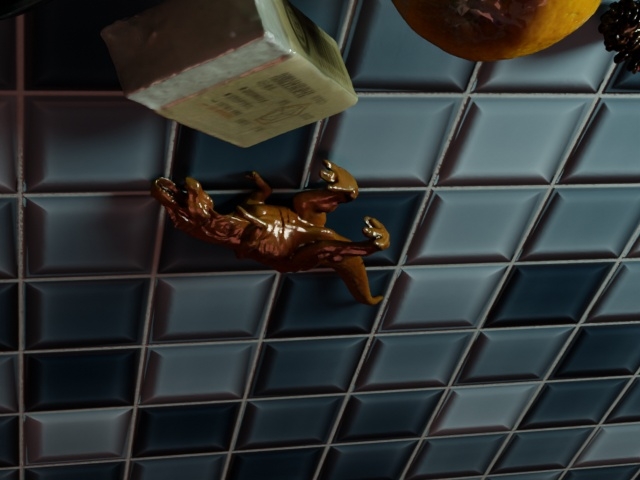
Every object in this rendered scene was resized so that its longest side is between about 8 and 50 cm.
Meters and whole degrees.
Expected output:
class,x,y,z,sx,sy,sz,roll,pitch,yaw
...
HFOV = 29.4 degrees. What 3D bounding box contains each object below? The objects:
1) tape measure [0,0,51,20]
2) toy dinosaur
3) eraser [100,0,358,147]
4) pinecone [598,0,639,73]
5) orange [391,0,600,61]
class,x,y,z,sx,sy,sz,roll,pitch,yaw
tape measure,-0.100,-0.259,0.979,0.351,0.097,0.215,-22,-169,-19
toy dinosaur,0.000,0.000,1.502,0.432,0.097,0.208,27,142,-37
eraser,-0.072,-0.162,1.147,0.144,0.078,0.343,-21,173,11
pinecone,0.340,-0.224,1.324,0.083,0.077,0.077,27,131,-19
orange,0.156,-0.266,1.100,0.224,0.170,0.224,16,141,14
